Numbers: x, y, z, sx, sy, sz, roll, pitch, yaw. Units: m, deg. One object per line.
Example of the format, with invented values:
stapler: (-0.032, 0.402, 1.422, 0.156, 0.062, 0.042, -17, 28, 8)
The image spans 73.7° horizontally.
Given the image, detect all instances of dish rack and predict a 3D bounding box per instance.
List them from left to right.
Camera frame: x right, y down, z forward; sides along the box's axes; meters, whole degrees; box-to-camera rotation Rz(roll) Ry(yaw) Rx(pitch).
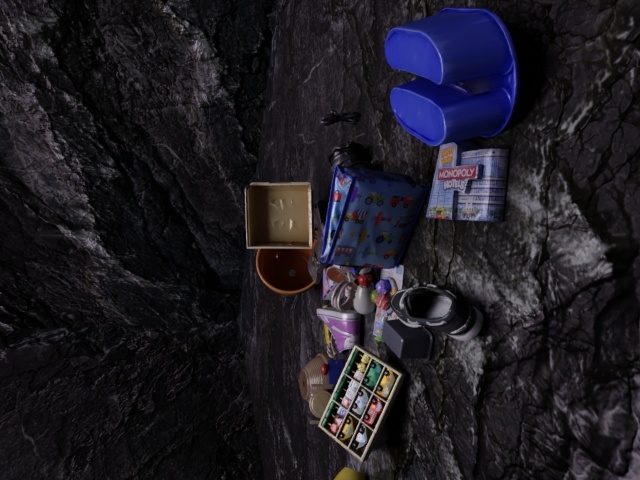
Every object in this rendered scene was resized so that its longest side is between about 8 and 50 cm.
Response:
dish rack: (-0.174, 0.206, 2.284, 0.272, 0.074, 0.208, -105, 26, -43)

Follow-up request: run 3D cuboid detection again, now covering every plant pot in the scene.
plant pot: (-0.129, 0.117, 1.881, 0.203, 0.290, 0.291, 96, 168, -68)
plant pot: (-0.019, 0.585, 1.754, 0.237, 0.109, 0.238, -179, 90, -72)
plant pot: (0.099, 0.805, 1.404, 0.134, 0.134, 0.095, -46, 22, 63)

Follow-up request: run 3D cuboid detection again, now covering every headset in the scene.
headset: (0.079, -0.235, 1.403, 0.243, 0.185, 0.394, -110, 17, -45)

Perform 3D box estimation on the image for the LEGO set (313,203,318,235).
LEGO set: (0.016, -0.065, 1.713, 0.227, 0.093, 0.087, -117, 33, -53)

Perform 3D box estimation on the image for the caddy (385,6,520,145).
caddy: (0.270, -0.339, 0.884, 0.341, 0.179, 0.241, -116, 10, -57)

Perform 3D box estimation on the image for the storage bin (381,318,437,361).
storage bin: (0.223, 0.247, 1.104, 0.135, 0.091, 0.098, -138, 52, -64)

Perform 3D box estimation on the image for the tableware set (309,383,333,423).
tableware set: (0.061, 0.550, 1.432, 0.039, 0.194, 0.128, 74, -164, -69)

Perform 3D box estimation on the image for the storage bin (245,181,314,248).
storage bin: (-0.159, -0.105, 1.729, 0.123, 0.262, 0.261, -61, -30, -80)

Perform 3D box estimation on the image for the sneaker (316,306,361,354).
sneaker: (0.059, 0.328, 1.562, 0.282, 0.102, 0.161, 176, 91, -71)

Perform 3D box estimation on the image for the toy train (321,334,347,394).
toy train: (0.059, 0.493, 1.583, 0.143, 0.105, 0.248, 87, 179, -48)

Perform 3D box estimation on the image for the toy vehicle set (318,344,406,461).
toy vehicle set: (0.116, 0.458, 1.222, 0.166, 0.035, 0.267, 24, 91, 35)

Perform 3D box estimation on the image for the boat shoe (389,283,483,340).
boat shoe: (0.244, 0.149, 1.003, 0.114, 0.091, 0.302, -62, 21, -14)

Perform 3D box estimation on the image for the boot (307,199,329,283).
boot: (0.000, 0.000, 1.572, 0.263, 0.091, 0.229, -93, 20, -51)

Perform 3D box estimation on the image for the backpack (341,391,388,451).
backpack: (0.128, 0.542, 1.297, 0.115, 0.151, 0.182, 139, 124, -59)

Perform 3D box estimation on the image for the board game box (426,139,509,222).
board game box: (0.311, -0.141, 0.922, 0.194, 0.060, 0.194, -165, 76, -70)

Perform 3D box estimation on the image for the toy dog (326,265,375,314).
toy dog: (0.094, 0.057, 1.357, 0.161, 0.220, 0.334, 12, 91, 48)

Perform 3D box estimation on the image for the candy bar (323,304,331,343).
candy bar: (0.028, 0.346, 1.769, 0.040, 0.018, 0.162, 142, 127, -61)

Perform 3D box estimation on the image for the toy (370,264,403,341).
toy: (0.184, 0.184, 1.273, 0.137, 0.056, 0.237, -167, 79, -69)

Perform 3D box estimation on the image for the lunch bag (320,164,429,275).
lunch bag: (0.132, -0.036, 1.164, 0.138, 0.220, 0.293, -127, 45, -61)

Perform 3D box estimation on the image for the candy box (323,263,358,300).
candy box: (0.068, 0.104, 1.551, 0.196, 0.070, 0.165, 118, 158, -52)
